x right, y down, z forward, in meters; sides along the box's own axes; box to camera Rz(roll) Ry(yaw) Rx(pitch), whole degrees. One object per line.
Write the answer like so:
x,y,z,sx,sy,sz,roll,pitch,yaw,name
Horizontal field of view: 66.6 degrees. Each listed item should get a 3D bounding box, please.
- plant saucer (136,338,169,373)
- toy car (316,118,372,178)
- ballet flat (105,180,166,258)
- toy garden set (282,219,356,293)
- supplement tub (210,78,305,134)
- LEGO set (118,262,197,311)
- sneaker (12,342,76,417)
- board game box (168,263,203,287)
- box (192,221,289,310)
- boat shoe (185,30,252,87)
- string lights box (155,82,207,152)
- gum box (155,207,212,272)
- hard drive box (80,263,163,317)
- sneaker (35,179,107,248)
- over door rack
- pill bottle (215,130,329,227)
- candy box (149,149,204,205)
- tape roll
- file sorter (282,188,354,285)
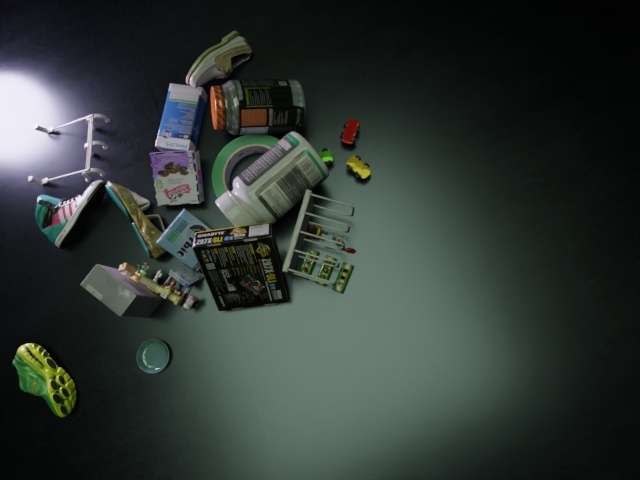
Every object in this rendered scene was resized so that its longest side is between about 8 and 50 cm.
-0.596,0.414,1.746,0.119,0.021,0.119,-1,79,5,plant saucer
0.061,-0.318,1.821,0.225,0.053,0.238,-14,78,2,toy car
-0.665,-0.089,1.808,0.123,0.123,0.348,-35,79,-3,ballet flat
0.006,0.051,1.758,0.244,0.049,0.203,21,82,7,toy garden set
-0.227,-0.480,1.757,0.316,0.193,0.193,-6,79,-18,supplement tub
-0.564,0.137,1.740,0.287,0.132,0.107,34,77,-13,LEGO set
-0.978,0.502,1.729,0.123,0.109,0.295,-43,81,19,sneaker
-0.485,0.127,1.758,0.090,0.090,0.020,36,112,9,board game box
-0.258,0.097,1.643,0.257,0.322,0.079,-10,42,2,box
-0.383,-0.680,1.869,0.103,0.113,0.302,41,71,-3,boat shoe
-0.532,-0.462,1.875,0.134,0.077,0.259,9,81,6,string lights box
-0.468,0.001,1.759,0.184,0.041,0.157,41,83,-23,gum box
-0.678,0.179,1.688,0.181,0.232,0.089,35,84,10,hard drive box
-0.951,-0.136,1.827,0.178,0.124,0.295,34,85,0,sneaker
-0.953,-0.345,1.879,0.324,0.108,0.239,-4,79,18,over door rack
-0.166,-0.184,1.657,0.361,0.204,0.204,-40,80,-4,pill bottle
-0.527,-0.231,1.802,0.165,0.070,0.196,-4,102,3,candy box
-0.238,-0.234,1.814,0.322,0.077,0.321,-1,79,3,tape roll
0.000,0.000,1.648,0.173,0.193,0.277,15,83,3,file sorter
